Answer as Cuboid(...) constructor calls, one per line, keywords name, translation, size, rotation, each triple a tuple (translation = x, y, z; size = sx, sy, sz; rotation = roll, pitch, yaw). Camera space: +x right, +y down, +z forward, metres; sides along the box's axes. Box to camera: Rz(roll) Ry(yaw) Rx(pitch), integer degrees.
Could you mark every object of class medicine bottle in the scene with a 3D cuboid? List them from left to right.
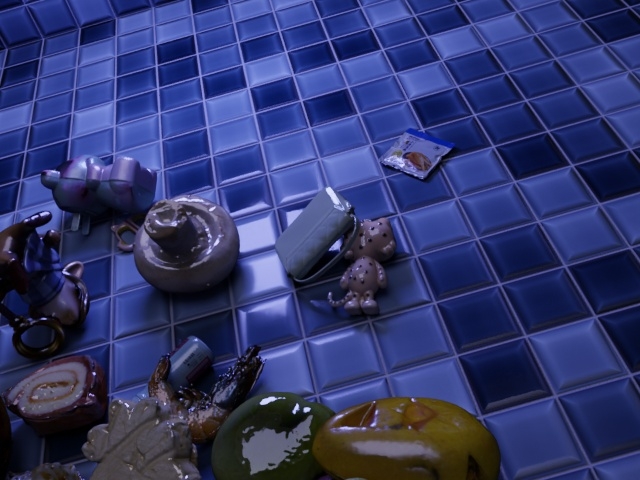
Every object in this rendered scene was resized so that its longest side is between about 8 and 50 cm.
Cuboid(name="medicine bottle", translation=(-0.358, 0.331, 1.773), size=(0.090, 0.090, 0.217), rotation=(27, 59, 34))

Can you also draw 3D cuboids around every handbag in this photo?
Cuboid(name="handbag", translation=(0.000, 0.000, 1.928), size=(0.256, 0.079, 0.219), rotation=(-47, 39, 14))

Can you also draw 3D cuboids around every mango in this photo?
Cuboid(name="mango", translation=(0.166, 0.417, 1.443), size=(0.365, 0.182, 0.253), rotation=(2, 20, -1))

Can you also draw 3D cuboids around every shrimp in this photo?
Cuboid(name="shrimp", translation=(-0.267, 0.322, 1.718), size=(0.222, 0.054, 0.290), rotation=(40, 65, 6))

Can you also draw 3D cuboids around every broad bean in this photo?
Cuboid(name="broad bean", translation=(-0.094, 0.435, 1.582), size=(0.291, 0.119, 0.238), rotation=(-21, 54, -1))

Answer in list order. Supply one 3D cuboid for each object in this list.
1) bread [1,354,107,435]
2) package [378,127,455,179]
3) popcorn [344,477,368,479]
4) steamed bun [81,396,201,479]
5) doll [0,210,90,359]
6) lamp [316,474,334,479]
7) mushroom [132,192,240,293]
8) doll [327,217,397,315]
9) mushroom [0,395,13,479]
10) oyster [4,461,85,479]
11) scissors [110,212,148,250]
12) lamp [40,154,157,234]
Cuboid(name="bread", translation=(-0.630, 0.374, 1.785), size=(0.244, 0.123, 0.190), rotation=(-12, 43, 4))
Cuboid(name="package", translation=(0.287, -0.261, 2.210), size=(0.171, 0.027, 0.173), rotation=(25, 61, 33))
Cuboid(name="popcorn", translation=(0.094, 0.588, 1.247), size=(0.292, 0.334, 0.293), rotation=(-47, 10, 19))
Cuboid(name="steamed bun", translation=(-0.356, 0.479, 1.569), size=(0.296, 0.137, 0.292), rotation=(-2, 80, 26))
Cuboid(name="doll", translation=(-0.738, 0.113, 1.919), size=(0.209, 0.339, 0.318), rotation=(30, 71, 36))
Cuboid(name="lamp", translation=(0.031, 0.527, 1.442), size=(0.156, 0.135, 0.157), rotation=(23, 53, 31))
Cuboid(name="mushroom", translation=(-0.363, -0.017, 1.962), size=(0.293, 0.290, 0.292), rotation=(-2, 59, 3))
Cuboid(name="doll", translation=(0.110, 0.063, 1.897), size=(0.154, 0.119, 0.278), rotation=(3, 58, 21))
Cuboid(name="mushroom", translation=(-0.848, 0.474, 1.590), size=(0.356, 0.331, 0.334), rotation=(-14, 13, -26))
Cuboid(name="oyster", translation=(-0.563, 0.583, 1.562), size=(0.204, 0.111, 0.396), rotation=(-34, 41, -5))
Cuboid(name="scissors", translation=(-0.498, 0.000, 2.178), size=(0.318, 0.024, 0.160), rotation=(31, 61, 36))
Cuboid(name="lamp", translation=(-0.667, -0.139, 2.243), size=(0.301, 0.247, 0.247), rotation=(2, 83, 16))
